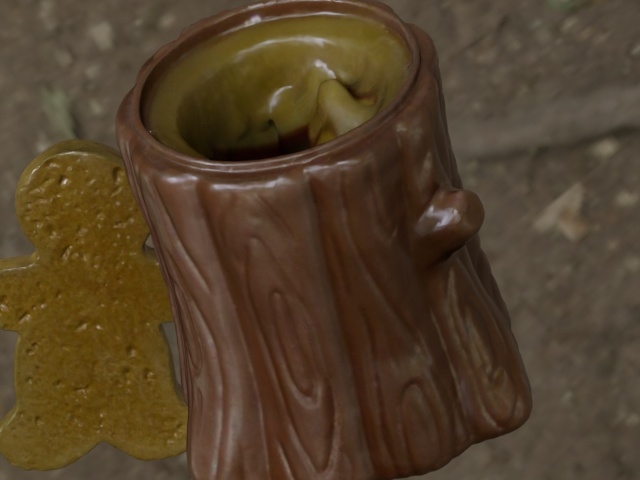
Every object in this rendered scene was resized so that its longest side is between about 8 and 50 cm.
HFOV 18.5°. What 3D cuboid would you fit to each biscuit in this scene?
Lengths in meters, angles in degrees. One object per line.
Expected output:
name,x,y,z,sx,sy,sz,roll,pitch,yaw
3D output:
biscuit,-0.144,0.042,1.243,0.158,0.035,0.240,-2,120,-5

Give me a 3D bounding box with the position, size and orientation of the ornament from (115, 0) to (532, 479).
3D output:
ornament,0.000,0.000,1.080,0.221,0.235,0.218,18,138,35
